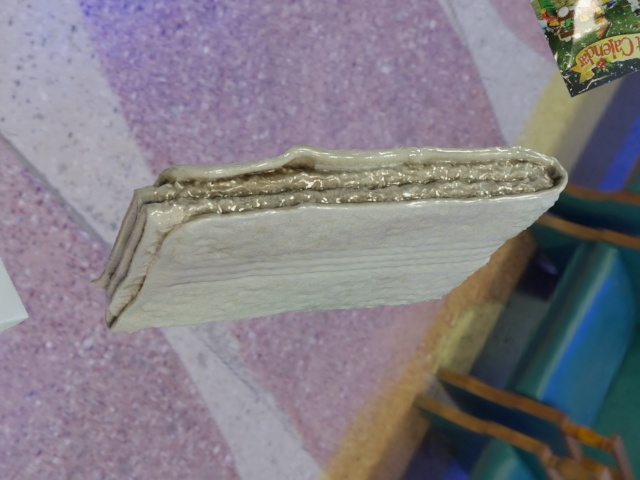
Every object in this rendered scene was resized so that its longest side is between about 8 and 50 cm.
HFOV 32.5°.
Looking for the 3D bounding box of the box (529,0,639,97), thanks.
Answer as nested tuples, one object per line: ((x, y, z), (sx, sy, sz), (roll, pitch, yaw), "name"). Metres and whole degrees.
((0.303, -0.247, 0.980), (0.159, 0.233, 0.044), (61, 20, -20), "box")

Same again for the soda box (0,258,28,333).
((-0.294, 0.048, 0.748), (0.074, 0.069, 0.216), (62, 16, 5), "soda box")

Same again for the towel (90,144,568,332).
((0.000, 0.000, 0.727), (0.282, 0.187, 0.049), (-3, 67, -24), "towel")
